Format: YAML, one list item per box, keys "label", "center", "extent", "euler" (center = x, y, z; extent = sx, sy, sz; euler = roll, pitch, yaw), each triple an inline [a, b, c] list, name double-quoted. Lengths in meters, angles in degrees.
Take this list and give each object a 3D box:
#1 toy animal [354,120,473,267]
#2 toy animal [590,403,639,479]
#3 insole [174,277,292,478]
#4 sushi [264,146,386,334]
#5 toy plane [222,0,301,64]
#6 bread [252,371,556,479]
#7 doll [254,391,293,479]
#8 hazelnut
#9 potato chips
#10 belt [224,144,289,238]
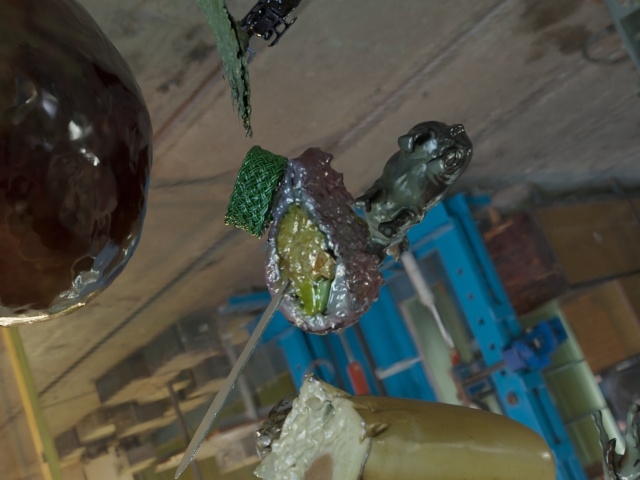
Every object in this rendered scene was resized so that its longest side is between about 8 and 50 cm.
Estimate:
- label: "toy animal"
  center: [0.125, -0.059, 1.497]
  extent: [0.168, 0.106, 0.343]
  euler: [-35, 163, -38]
- label: "toy animal"
  center: [0.538, 0.368, 1.514]
  extent: [0.255, 0.170, 0.090]
  euler: [39, 136, -22]
- label: "insole"
  center: [-0.071, 0.111, 0.770]
  extent: [0.197, 0.004, 0.065]
  euler: [-61, -173, -28]
- label: "sushi"
  center: [-0.012, 0.010, 1.268]
  extent: [0.161, 0.241, 0.107]
  euler: [-30, 173, 38]
- label: "toy plane"
  center: [-0.072, -0.280, 1.175]
  extent: [0.053, 0.078, 0.197]
  euler: [36, 137, -17]
- label: "bread"
  center: [0.051, 0.158, 0.555]
  extent: [0.173, 0.134, 0.085]
  euler: [18, 180, -30]
- label: "doll"
  center: [0.036, 0.219, 0.962]
  extent: [0.221, 0.115, 0.105]
  euler: [3, 158, 21]
- label: "hazelnut"
  center: [-0.370, -0.110, 1.085]
  extent: [0.353, 0.420, 0.421]
  euler: [11, 153, -17]
- label: "potato chips"
  center: [-0.096, -0.163, 0.639]
  extent: [0.059, 0.228, 0.167]
  euler: [-45, 166, 7]
- label: "belt"
  center: [-0.080, -0.064, 1.306]
  extent: [0.079, 0.121, 0.151]
  euler: [22, 171, -1]
